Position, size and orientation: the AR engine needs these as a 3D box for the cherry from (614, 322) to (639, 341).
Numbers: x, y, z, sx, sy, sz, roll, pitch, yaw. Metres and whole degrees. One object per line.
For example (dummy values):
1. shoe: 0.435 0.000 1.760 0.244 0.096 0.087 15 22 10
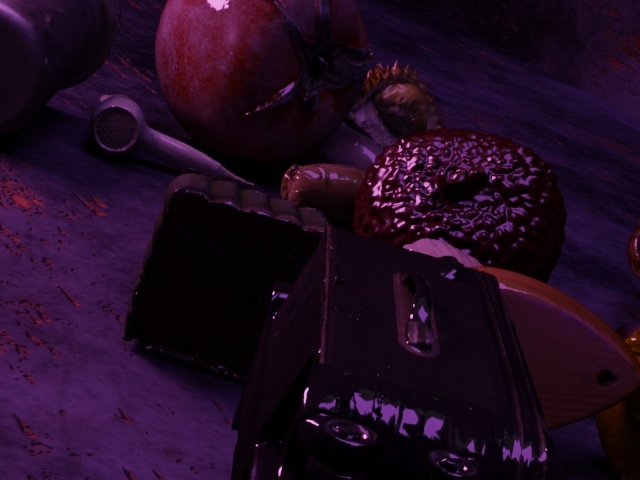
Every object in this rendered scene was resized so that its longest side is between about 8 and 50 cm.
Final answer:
1. cherry: 0.379 0.167 1.762 0.115 0.148 0.188 -25 11 1

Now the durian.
1. durian: 0.082 -0.206 2.561 0.172 0.166 0.306 -19 -25 28

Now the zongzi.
1. zongzi: -0.001 -0.076 2.138 0.160 0.078 0.176 12 8 -27

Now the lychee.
1. lychee: 0.163 -0.011 1.849 0.260 0.260 0.260 20 16 -6

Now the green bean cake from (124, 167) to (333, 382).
1. green bean cake: -0.083 0.037 1.490 0.181 0.173 0.094 16 18 -8

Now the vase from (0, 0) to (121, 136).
1. vase: -0.392 -0.257 1.962 0.245 0.245 0.291 19 23 -6

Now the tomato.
1. tomato: -0.081 -0.264 2.209 0.282 0.317 0.316 20 12 39

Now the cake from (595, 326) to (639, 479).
1. cake: 0.417 0.201 1.580 0.156 0.179 0.260 4 27 -44

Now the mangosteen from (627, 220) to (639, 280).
1. mangosteen: 0.579 0.027 2.180 0.311 0.311 0.311 20 16 -6

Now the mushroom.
1. mushroom: 0.002 -0.158 2.370 0.109 0.097 0.351 -3 32 -39

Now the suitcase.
1. suitcase: 0.035 0.162 1.048 0.194 0.283 0.434 16 16 -5

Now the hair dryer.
1. hair dryer: -0.198 -0.127 2.097 0.237 0.075 0.206 27 9 -8

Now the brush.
1. brush: 0.188 0.106 1.589 0.266 0.174 0.166 10 13 -9
